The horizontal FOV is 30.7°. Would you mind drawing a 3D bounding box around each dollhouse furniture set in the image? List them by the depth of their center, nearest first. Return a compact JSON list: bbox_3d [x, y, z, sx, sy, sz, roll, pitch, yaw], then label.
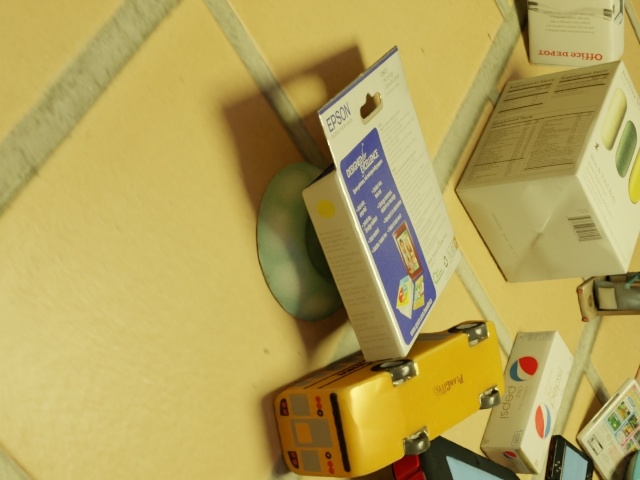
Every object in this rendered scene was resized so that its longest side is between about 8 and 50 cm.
[{"bbox_3d":[0.514,0.034,1.985,0.129,0.129,0.183,-25,106,-51],"label":"dollhouse furniture set"}]

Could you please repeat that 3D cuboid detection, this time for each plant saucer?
[{"bbox_3d":[0.000,0.000,1.401,0.195,0.037,0.194,9,79,-52],"label":"plant saucer"}]

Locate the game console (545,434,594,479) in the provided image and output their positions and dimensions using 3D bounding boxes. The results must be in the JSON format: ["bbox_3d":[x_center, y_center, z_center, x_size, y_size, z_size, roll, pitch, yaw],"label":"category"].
[{"bbox_3d":[0.430,0.390,1.864,0.144,0.085,0.124,39,56,-43],"label":"game console"}]

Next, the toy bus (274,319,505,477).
[{"bbox_3d":[0.099,0.186,1.427,0.333,0.130,0.108,-18,98,-52],"label":"toy bus"}]

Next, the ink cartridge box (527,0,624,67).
[{"bbox_3d":[0.409,-0.380,1.865,0.082,0.140,0.190,-46,136,-48],"label":"ink cartridge box"}]

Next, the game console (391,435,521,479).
[{"bbox_3d":[0.236,0.428,1.485,0.386,0.060,0.342,33,29,-52],"label":"game console"}]

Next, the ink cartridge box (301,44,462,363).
[{"bbox_3d":[0.073,-0.053,1.433,0.307,0.072,0.303,68,27,-14],"label":"ink cartridge box"}]

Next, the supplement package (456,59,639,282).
[{"bbox_3d":[0.368,-0.103,1.759,0.199,0.198,0.262,56,45,-31],"label":"supplement package"}]

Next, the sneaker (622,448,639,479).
[{"bbox_3d":[0.556,0.523,1.986,0.125,0.140,0.340,-5,87,-18],"label":"sneaker"}]

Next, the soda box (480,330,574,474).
[{"bbox_3d":[0.312,0.241,1.746,0.074,0.069,0.216,53,48,-34],"label":"soda box"}]

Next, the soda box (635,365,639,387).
[{"bbox_3d":[0.603,0.288,2.120,0.058,0.063,0.183,60,44,-27],"label":"soda box"}]

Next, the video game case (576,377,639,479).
[{"bbox_3d":[0.515,0.333,1.984,0.143,0.019,0.157,-45,122,-14],"label":"video game case"}]
